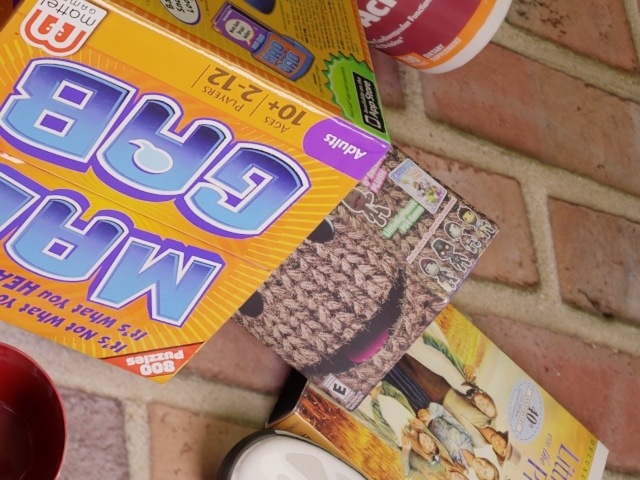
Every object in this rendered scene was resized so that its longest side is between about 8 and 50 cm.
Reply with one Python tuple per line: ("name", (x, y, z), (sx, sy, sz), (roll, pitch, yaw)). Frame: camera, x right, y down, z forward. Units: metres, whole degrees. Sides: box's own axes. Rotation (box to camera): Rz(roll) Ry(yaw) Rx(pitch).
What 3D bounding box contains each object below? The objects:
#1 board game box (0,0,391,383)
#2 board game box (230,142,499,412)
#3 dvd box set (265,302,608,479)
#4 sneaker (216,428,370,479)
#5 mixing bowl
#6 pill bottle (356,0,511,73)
("board game box", (-0.204, -0.155, 1.776), (0.356, 0.356, 0.356), (25, 35, -30))
("board game box", (0.000, 0.000, 2.058), (0.291, 0.232, 0.141), (38, 45, 2))
("dvd box set", (0.149, 0.233, 2.240), (0.420, 0.062, 0.307), (43, 44, -15))
("sneaker", (0.092, 0.365, 1.930), (0.169, 0.257, 0.447), (-44, 101, -18))
("mixing bowl", (-0.319, 0.187, 1.766), (0.181, 0.098, 0.181), (0, 76, -2))
("pill bottle", (0.039, -0.380, 2.390), (0.392, 0.224, 0.224), (24, 51, -32))
